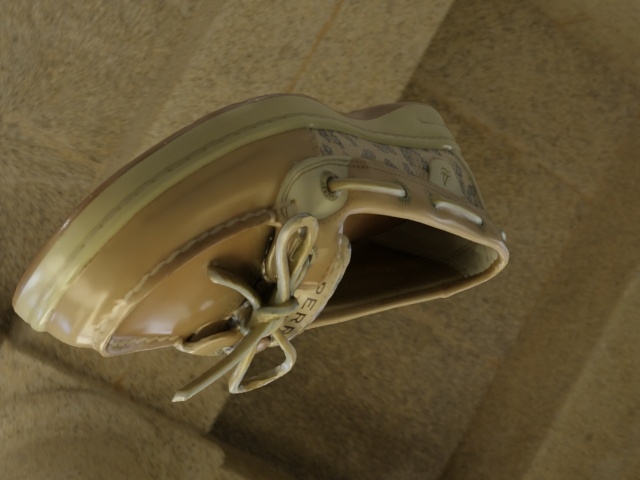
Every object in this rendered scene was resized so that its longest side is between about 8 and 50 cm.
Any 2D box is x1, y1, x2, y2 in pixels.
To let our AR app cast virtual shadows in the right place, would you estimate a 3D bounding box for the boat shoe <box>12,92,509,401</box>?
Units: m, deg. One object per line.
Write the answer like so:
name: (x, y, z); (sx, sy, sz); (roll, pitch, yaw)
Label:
boat shoe: (0.000, 0.000, 0.460); (0.089, 0.104, 0.285); (52, -145, 14)
